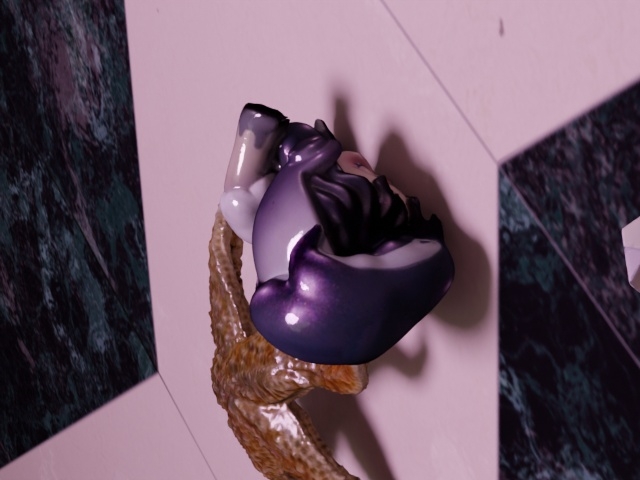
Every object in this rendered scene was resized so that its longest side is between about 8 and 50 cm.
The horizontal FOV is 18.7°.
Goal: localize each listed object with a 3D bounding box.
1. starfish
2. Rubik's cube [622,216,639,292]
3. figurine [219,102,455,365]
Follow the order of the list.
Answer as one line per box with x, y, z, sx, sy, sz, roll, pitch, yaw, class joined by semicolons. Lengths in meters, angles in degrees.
-0.034;0.109;1.537;0.375;0.094;0.327;-9;98;70;starfish
0.197;0.010;1.024;0.075;0.073;0.084;-27;82;64;Rubik's cube
0.000;0.000;1.344;0.222;0.145;0.145;-134;36;-53;figurine
